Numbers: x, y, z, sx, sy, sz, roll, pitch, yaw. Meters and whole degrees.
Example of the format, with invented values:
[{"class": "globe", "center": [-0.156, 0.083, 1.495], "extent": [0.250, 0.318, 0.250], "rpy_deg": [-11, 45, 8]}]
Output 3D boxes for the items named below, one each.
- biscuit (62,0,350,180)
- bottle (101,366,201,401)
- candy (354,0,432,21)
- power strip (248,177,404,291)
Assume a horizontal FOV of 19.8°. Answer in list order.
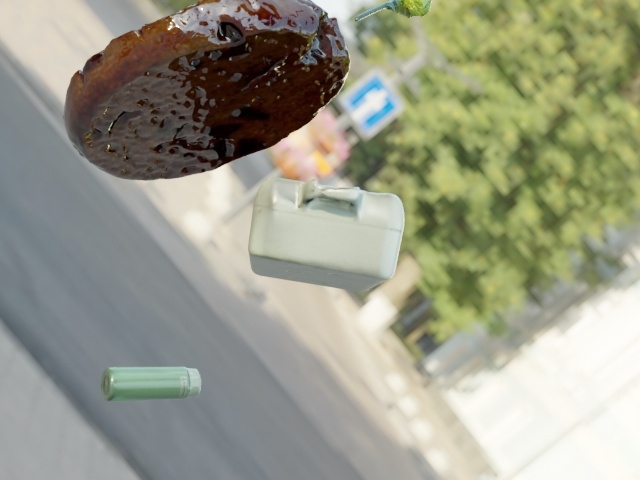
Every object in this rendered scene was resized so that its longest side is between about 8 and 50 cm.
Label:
[{"class": "biscuit", "center": [-0.073, -0.099, 1.187], "extent": [0.192, 0.192, 0.049], "rpy_deg": [48, 21, -63]}, {"class": "bottle", "center": [-0.146, 0.124, 1.583], "extent": [0.083, 0.030, 0.030], "rpy_deg": [1, 28, -24]}, {"class": "candy", "center": [0.062, -0.206, 1.604], "extent": [0.035, 0.035, 0.123], "rpy_deg": [16, 23, 26]}, {"class": "power strip", "center": [0.000, 0.000, 1.308], "extent": [0.098, 0.058, 0.338], "rpy_deg": [8, -3, -1]}]
